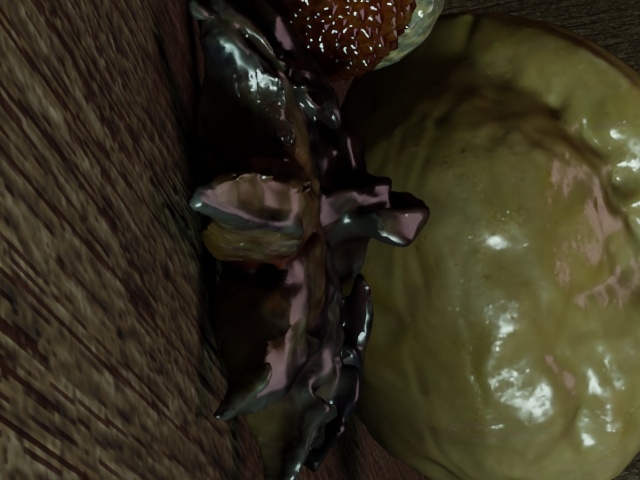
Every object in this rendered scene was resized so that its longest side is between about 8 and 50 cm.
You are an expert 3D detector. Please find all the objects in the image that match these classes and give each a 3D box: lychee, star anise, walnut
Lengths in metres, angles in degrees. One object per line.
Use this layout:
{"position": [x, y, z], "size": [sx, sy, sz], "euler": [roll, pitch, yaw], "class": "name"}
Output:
{"position": [-0.002, -0.149, 0.795], "size": [0.129, 0.123, 0.123], "euler": [71, 11, -51], "class": "lychee"}
{"position": [0.000, 0.000, 0.688], "size": [0.272, 0.103, 0.272], "euler": [-7, 90, -82], "class": "star anise"}
{"position": [0.159, 0.023, 1.191], "size": [0.383, 0.384, 0.383], "euler": [-8, 90, -85], "class": "walnut"}

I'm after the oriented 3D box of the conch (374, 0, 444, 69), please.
{"position": [0.023, -0.194, 1.076], "size": [0.207, 0.130, 0.155], "euler": [109, -13, -81], "class": "conch"}
